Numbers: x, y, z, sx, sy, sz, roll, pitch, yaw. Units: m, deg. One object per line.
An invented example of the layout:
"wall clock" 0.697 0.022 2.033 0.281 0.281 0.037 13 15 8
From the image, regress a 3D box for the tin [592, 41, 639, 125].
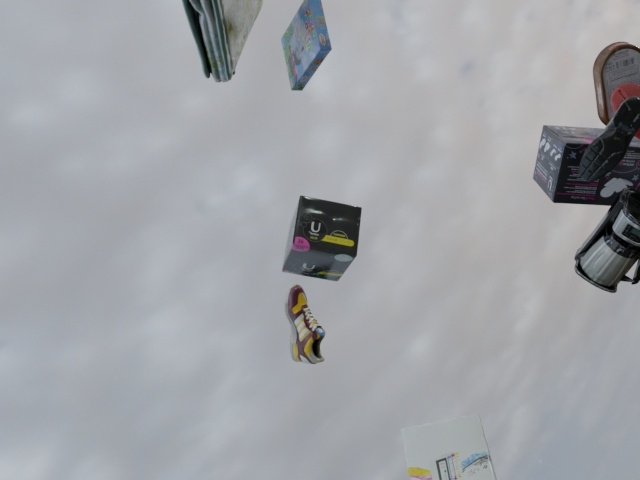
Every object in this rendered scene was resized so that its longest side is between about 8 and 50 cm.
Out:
"tin" 0.641 -0.325 1.437 0.106 0.040 0.190 -16 -65 6

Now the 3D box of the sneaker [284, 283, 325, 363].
"sneaker" -0.028 0.191 1.547 0.069 0.083 0.186 -20 -74 -54

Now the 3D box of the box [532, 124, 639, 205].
"box" 0.629 -0.167 1.519 0.163 0.247 0.142 -90 4 -66

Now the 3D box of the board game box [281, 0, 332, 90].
"board game box" -0.040 -0.512 1.759 0.039 0.160 0.211 -5 -15 -25

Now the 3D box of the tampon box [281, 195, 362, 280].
"tampon box" 0.000 0.000 1.289 0.161 0.120 0.102 116 163 -68

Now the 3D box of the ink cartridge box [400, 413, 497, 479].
"ink cartridge box" 0.271 0.500 1.353 0.168 0.233 0.171 -14 -45 9

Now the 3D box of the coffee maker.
"coffee maker" 0.601 -0.014 1.364 0.171 0.120 0.178 -86 15 -50

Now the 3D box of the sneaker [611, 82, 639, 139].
"sneaker" 0.675 -0.219 1.370 0.087 0.221 0.128 -41 -15 14

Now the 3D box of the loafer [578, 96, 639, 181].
"loafer" 0.533 -0.181 1.224 0.061 0.062 0.170 -27 -27 -58

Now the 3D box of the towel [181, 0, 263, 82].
"towel" -0.231 -0.613 1.640 0.374 0.090 0.321 90 -166 -62
